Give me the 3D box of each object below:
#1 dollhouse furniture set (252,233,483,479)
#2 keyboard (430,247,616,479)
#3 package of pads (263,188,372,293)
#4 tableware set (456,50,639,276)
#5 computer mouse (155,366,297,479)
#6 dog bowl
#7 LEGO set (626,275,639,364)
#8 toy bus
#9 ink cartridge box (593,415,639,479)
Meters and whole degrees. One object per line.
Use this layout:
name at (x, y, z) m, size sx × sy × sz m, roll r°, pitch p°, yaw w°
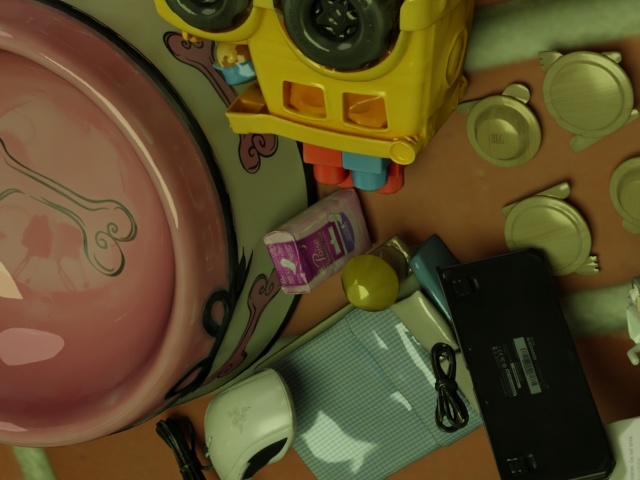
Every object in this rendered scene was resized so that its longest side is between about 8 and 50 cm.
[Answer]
dollhouse furniture set at (0.025, 0.195, 1.336) m, size 0.286 × 0.198 × 0.303 m, roll -34°, pitch 96°, yaw 30°
keyboard at (0.125, 0.093, 1.252) m, size 0.108 × 0.180 × 0.023 m, roll -12°, pitch 151°, yaw -6°
package of pads at (0.000, 0.000, 1.327) m, size 0.032 × 0.083 × 0.050 m, roll -5°, pitch 111°, yaw 44°
tableware set at (0.174, -0.053, 1.267) m, size 0.141 × 0.020 × 0.168 m, roll -17°, pitch 108°, yaw 33°
computer mouse at (-0.075, 0.153, 1.393) m, size 0.193 × 0.042 × 0.106 m, roll -50°, pitch 53°, yaw 53°
dog bowl at (-0.218, -0.023, 1.370) m, size 0.408 × 0.150 × 0.408 m, roll 8°, pitch 114°, yaw 19°
LEGO set at (0.340, 0.045, 1.196) m, size 0.287 × 0.132 × 0.107 m, roll -8°, pitch 128°, yaw 1°
toy bus at (-0.004, -0.128, 1.246) m, size 0.220 × 0.149 × 0.211 m, roll 13°, pitch 126°, yaw 19°
ink cartridge box at (0.292, 0.180, 1.168) m, size 0.333 × 0.165 × 0.065 m, roll -15°, pitch 148°, yaw 31°
